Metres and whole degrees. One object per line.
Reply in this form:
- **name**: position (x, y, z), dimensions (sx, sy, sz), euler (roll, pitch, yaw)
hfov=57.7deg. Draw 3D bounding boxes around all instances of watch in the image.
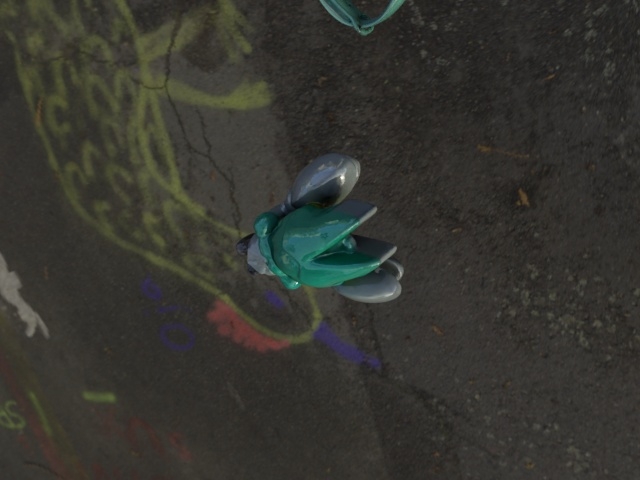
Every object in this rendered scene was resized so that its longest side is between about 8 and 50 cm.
- **watch**: position (0.064, -0.463, 0.949), dimensions (0.195, 0.068, 0.237), euler (-8, 117, 31)

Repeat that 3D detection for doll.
- **doll**: position (-0.005, -0.017, 0.752), dimensions (0.258, 0.153, 0.194), euler (20, 137, 35)
